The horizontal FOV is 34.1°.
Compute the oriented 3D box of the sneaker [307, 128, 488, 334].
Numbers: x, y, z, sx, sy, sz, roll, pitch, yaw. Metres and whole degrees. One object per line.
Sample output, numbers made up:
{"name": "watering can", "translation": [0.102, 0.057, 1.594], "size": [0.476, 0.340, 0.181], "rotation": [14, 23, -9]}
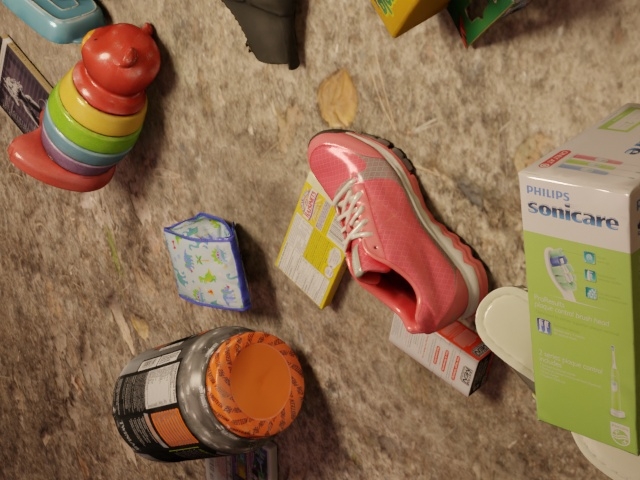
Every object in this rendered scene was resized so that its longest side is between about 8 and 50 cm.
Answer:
{"name": "sneaker", "translation": [0.075, -0.014, 1.321], "size": [0.314, 0.136, 0.116], "rotation": [49, 140, 12]}

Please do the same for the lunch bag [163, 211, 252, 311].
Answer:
{"name": "lunch bag", "translation": [-0.167, 0.036, 1.652], "size": [0.151, 0.096, 0.128], "rotation": [19, 127, 51]}

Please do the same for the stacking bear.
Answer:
{"name": "stacking bear", "translation": [-0.346, -0.222, 1.636], "size": [0.164, 0.175, 0.289], "rotation": [34, 131, -8]}

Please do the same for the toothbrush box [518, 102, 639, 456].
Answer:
{"name": "toothbrush box", "translation": [0.311, 0.033, 1.039], "size": [0.122, 0.206, 0.283], "rotation": [16, 126, 42]}

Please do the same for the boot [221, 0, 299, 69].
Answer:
{"name": "boot", "translation": [-0.112, -0.308, 1.389], "size": [0.198, 0.077, 0.137], "rotation": [27, 137, 36]}

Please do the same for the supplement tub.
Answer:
{"name": "supplement tub", "translation": [-0.187, 0.256, 1.728], "size": [0.338, 0.207, 0.207], "rotation": [-20, 98, 51]}

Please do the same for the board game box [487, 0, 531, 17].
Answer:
{"name": "board game box", "translation": [0.206, -0.350, 1.019], "size": [0.194, 0.060, 0.194], "rotation": [-28, 92, 51]}

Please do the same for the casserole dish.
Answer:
{"name": "casserole dish", "translation": [-0.420, -0.375, 1.642], "size": [0.188, 0.114, 0.037], "rotation": [40, 138, 23]}

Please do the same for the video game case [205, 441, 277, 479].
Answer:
{"name": "video game case", "translation": [-0.149, 0.414, 1.940], "size": [0.183, 0.023, 0.201], "rotation": [27, 131, 34]}

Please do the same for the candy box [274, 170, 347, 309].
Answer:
{"name": "candy box", "translation": [0.000, 0.000, 1.500], "size": [0.105, 0.027, 0.206], "rotation": [45, 140, 21]}

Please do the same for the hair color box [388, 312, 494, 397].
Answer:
{"name": "hair color box", "translation": [0.161, 0.139, 1.403], "size": [0.141, 0.043, 0.072], "rotation": [35, 136, 29]}

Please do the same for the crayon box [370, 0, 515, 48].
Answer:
{"name": "crayon box", "translation": [0.069, -0.342, 1.084], "size": [0.318, 0.081, 0.202], "rotation": [59, 174, 0]}

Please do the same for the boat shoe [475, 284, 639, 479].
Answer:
{"name": "boat shoe", "translation": [0.309, 0.171, 1.226], "size": [0.305, 0.091, 0.109], "rotation": [45, 98, 10]}

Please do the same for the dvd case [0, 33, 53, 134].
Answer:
{"name": "dvd case", "translation": [-0.530, -0.249, 1.924], "size": [0.221, 0.018, 0.164], "rotation": [48, 142, 13]}
